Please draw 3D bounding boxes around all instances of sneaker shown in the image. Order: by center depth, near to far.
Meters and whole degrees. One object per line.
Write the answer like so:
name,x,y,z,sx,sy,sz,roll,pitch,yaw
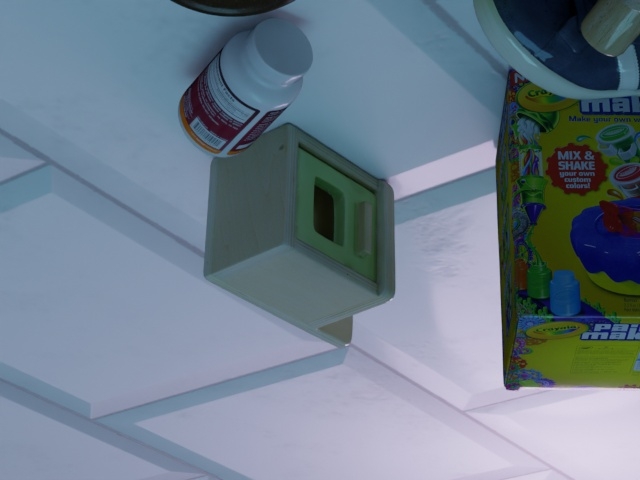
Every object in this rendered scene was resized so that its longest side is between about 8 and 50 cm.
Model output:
sneaker,0.303,-0.196,1.310,0.350,0.131,0.148,10,148,-29

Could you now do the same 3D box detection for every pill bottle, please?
pill bottle,-0.071,-0.150,1.442,0.086,0.086,0.152,17,148,-25

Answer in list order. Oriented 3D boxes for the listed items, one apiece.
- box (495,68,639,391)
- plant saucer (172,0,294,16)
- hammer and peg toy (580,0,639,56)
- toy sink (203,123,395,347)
box,0.327,-0.009,1.474,0.290,0.279,0.177,0,151,2
plant saucer,-0.082,-0.254,1.308,0.199,0.036,0.198,2,150,1
hammer and peg toy,0.227,-0.246,1.053,0.361,0.266,0.127,10,135,-30
toy sink,0.000,0.000,1.639,0.131,0.152,0.234,-22,142,35
